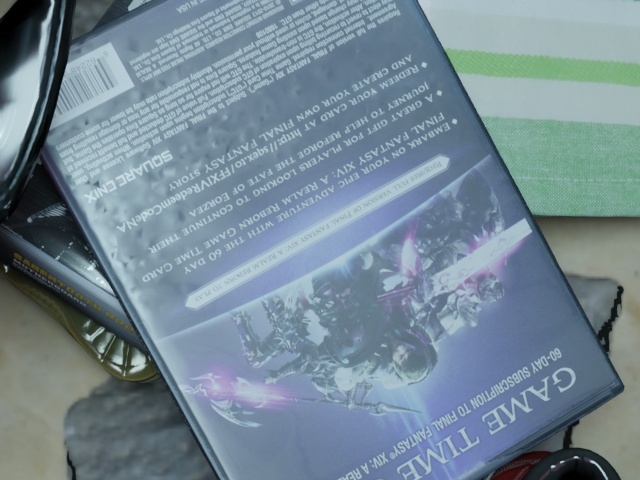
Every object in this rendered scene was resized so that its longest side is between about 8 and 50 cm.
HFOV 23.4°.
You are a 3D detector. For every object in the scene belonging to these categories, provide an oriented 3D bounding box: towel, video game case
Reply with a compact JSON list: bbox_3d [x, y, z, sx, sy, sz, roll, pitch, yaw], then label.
[{"bbox_3d":[0.153,-0.171,0.852,0.247,0.038,0.325,2,83,-23],"label":"towel"},{"bbox_3d":[0.000,0.000,0.740,0.196,0.026,0.274,-29,93,-12],"label":"video game case"}]

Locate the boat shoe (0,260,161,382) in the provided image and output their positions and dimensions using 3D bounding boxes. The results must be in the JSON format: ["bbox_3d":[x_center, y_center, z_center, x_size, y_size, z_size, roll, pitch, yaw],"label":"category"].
[{"bbox_3d":[-0.134,0.015,0.828,0.056,0.048,0.153,-43,83,-9],"label":"boat shoe"}]

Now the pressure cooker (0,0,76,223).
[{"bbox_3d":[-0.292,-0.123,0.511,0.420,0.370,0.376,-12,55,-10],"label":"pressure cooker"}]

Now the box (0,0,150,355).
[{"bbox_3d":[-0.047,-0.050,0.810,0.183,0.056,0.231,33,67,0],"label":"box"}]

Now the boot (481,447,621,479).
[{"bbox_3d":[0.097,0.222,0.749,0.088,0.176,0.244,9,81,0],"label":"boot"}]
